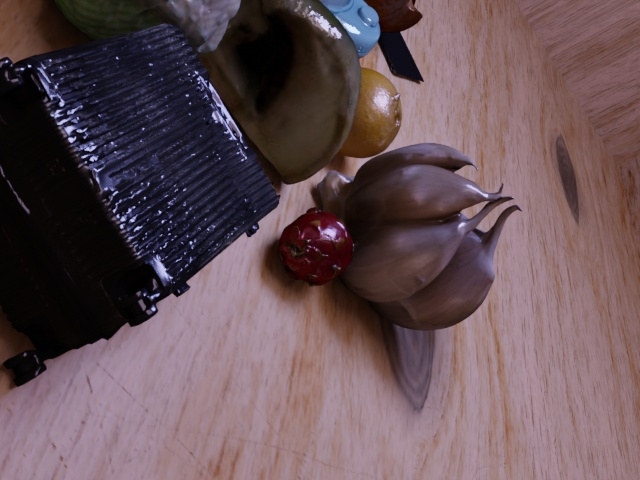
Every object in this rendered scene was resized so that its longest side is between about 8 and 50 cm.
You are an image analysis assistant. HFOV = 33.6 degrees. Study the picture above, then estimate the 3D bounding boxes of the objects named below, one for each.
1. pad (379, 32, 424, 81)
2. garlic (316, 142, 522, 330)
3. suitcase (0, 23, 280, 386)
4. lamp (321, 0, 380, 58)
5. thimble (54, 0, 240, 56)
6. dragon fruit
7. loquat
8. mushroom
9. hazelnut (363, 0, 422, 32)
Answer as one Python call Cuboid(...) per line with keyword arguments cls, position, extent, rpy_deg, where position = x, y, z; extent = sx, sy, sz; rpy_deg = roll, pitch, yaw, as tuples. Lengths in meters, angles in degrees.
Cuboid(cls="pad", position=(0.124, -0.438, 2.129), extent=(0.159, 0.009, 0.265), rpy_deg=(-2, 65, -63))
Cuboid(cls="garlic", position=(0.129, -0.007, 1.430), extent=(0.210, 0.292, 0.238), rpy_deg=(29, 80, -42))
Cuboid(cls="suitcase", position=(-0.191, -0.055, 0.943), extent=(0.230, 0.152, 0.335), rpy_deg=(61, 22, -8))
Cuboid(cls="lamp", position=(-0.025, -0.388, 1.605), extent=(0.284, 0.147, 0.209), rpy_deg=(53, 31, -20))
Cuboid(cls="thimble", position=(-0.173, -0.290, 1.120), extent=(0.150, 0.219, 0.219), rpy_deg=(33, 37, -34))
Cuboid(cls="dragon fruit", position=(0.000, 0.000, 1.341), extent=(0.094, 0.094, 0.190), rpy_deg=(59, 13, -8))
Cuboid(cls="loquat", position=(0.058, -0.190, 1.585), extent=(0.141, 0.141, 0.141), rpy_deg=(45, 30, -35))
Cuboid(cls="mushroom", position=(-0.058, -0.259, 1.370), extent=(0.292, 0.212, 0.217), rpy_deg=(41, 33, -23))
Cuboid(cls="hazelnut", position=(0.112, -0.477, 1.958), extent=(0.201, 0.160, 0.170), rpy_deg=(37, 33, -34))
